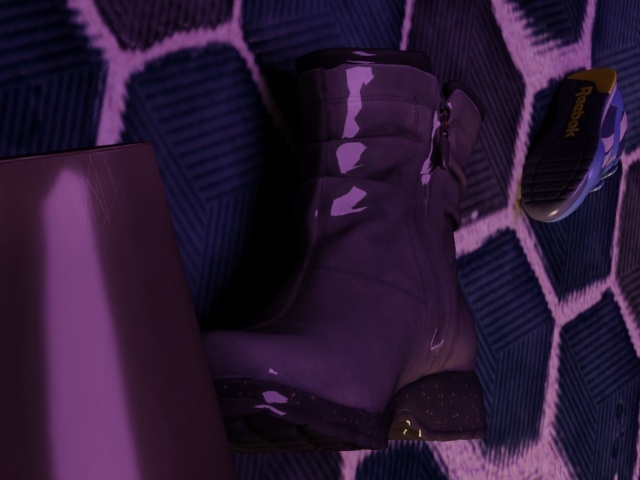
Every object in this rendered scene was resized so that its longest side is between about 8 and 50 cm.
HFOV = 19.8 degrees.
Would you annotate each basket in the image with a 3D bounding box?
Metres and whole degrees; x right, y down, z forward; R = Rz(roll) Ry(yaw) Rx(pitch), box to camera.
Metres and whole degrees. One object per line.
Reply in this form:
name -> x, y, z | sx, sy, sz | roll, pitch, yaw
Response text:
basket -> -0.118, 0.077, 0.762 | 0.204, 0.154, 0.227 | -10, 95, -44

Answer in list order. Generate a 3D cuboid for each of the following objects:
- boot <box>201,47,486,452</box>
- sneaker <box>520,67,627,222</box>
boot -> 0.000, 0.000, 0.988 | 0.338, 0.118, 0.222 | 10, 79, -70
sneaker -> 0.188, -0.059, 1.316 | 0.144, 0.053, 0.059 | -60, 139, -35
